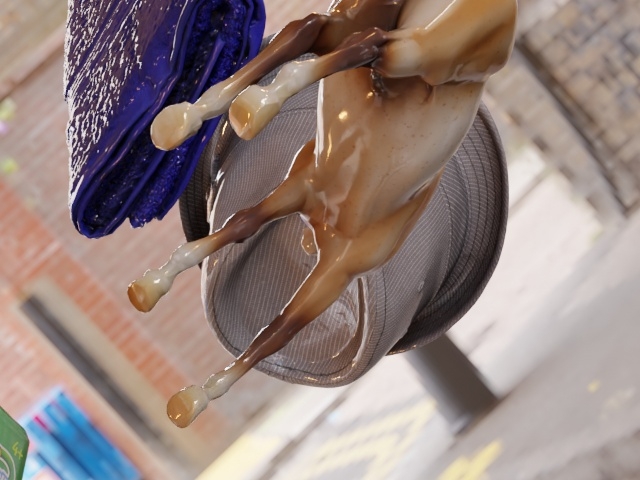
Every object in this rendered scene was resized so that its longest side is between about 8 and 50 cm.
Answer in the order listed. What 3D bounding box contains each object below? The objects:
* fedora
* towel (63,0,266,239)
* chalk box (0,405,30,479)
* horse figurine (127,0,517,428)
[{"bbox_3d":[0.000,0.000,1.279,0.124,0.243,0.275,-64,-2,-50],"label":"fedora"},{"bbox_3d":[-0.109,-0.165,1.307,0.228,0.076,0.308,-55,27,29],"label":"towel"},{"bbox_3d":[-0.272,0.133,0.911,0.179,0.180,0.289,-10,53,23],"label":"chalk box"},{"bbox_3d":[0.009,-0.044,0.651,0.174,0.066,0.263,-37,-24,-33],"label":"horse figurine"}]
